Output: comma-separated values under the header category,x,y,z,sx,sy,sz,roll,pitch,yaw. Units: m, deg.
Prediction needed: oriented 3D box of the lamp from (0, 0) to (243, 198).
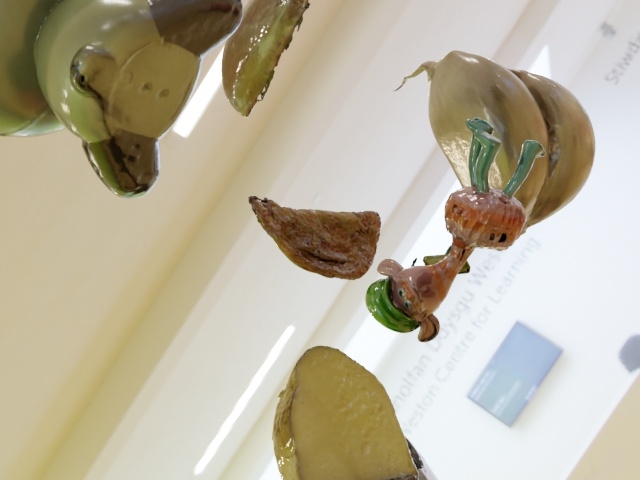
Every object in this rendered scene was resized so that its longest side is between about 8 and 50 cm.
category,x,y,z,sx,sy,sz,roll,pitch,yaw
lamp,-0.180,-0.151,0.543,0.198,0.244,0.197,-40,-28,-27

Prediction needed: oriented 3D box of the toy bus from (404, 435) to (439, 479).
category,x,y,z,sx,sy,sz,roll,pitch,yaw
toy bus,0.083,0.293,0.815,0.126,0.209,0.136,-41,-32,9

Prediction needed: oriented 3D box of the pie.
category,x,y,z,sx,sy,sz,roll,pitch,yaw
pie,0.002,0.002,0.868,0.191,0.088,0.033,6,-32,-42

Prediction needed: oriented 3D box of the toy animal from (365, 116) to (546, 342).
category,x,y,z,sx,sy,sz,roll,pitch,yaw
toy animal,0.124,-0.006,0.732,0.103,0.100,0.208,-24,-37,-62

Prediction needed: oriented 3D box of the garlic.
category,x,y,z,sx,sy,sz,roll,pitch,yaw
garlic,0.310,-0.192,1.351,0.231,0.340,0.246,-25,-10,-20

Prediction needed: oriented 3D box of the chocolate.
category,x,y,z,sx,sy,sz,roll,pitch,yaw
chocolate,-0.081,-0.313,1.184,0.261,0.083,0.161,-55,16,37

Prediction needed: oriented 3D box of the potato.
category,x,y,z,sx,sy,sz,roll,pitch,yaw
potato,0.006,0.130,0.542,0.096,0.103,0.066,13,-39,-32
